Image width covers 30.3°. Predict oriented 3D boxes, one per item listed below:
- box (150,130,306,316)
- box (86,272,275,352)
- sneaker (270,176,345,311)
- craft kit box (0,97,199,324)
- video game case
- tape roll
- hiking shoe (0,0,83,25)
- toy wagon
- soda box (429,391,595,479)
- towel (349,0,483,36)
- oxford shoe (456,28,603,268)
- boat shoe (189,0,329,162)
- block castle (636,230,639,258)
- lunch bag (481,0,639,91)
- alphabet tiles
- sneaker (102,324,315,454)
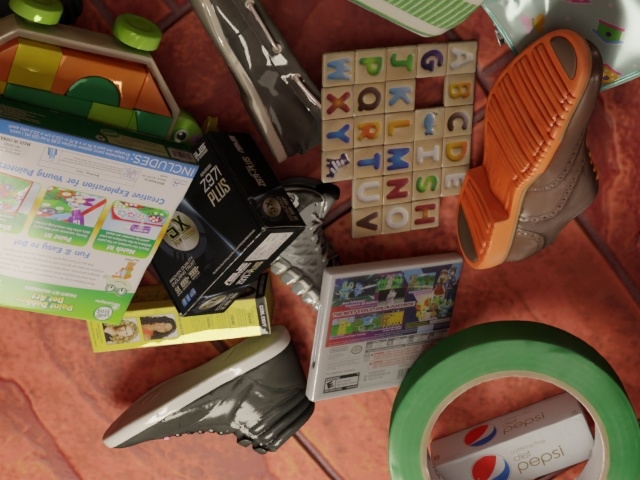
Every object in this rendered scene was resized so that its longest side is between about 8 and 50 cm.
[{"bbox_3d":[-0.126,-0.019,1.419,0.180,0.077,0.147,-45,65,32],"label":"box"},{"bbox_3d":[-0.178,0.092,1.527,0.232,0.087,0.058,-6,111,5],"label":"box"},{"bbox_3d":[0.000,0.000,1.484,0.228,0.086,0.132,38,107,-13],"label":"sneaker"},{"bbox_3d":[-0.301,-0.026,1.353,0.250,0.061,0.246,13,118,-32],"label":"craft kit box"},{"bbox_3d":[0.082,0.109,1.511,0.201,0.023,0.183,-6,117,-29],"label":"video game case"},{"bbox_3d":[0.248,0.264,1.526,0.321,0.077,0.321,1,106,5],"label":"tape roll"},{"bbox_3d":[-0.424,-0.250,1.385,0.304,0.113,0.132,-28,89,12],"label":"hiking shoe"},{"bbox_3d":[-0.268,-0.136,1.363,0.344,0.068,0.267,10,121,-30],"label":"toy wagon"},{"bbox_3d":[0.261,0.283,1.609,0.216,0.069,0.074,-23,110,10],"label":"soda box"},{"bbox_3d":[0.081,-0.327,1.238,0.248,0.325,0.038,26,71,-7],"label":"towel"},{"bbox_3d":[0.264,-0.106,1.371,0.133,0.130,0.364,-6,147,-16],"label":"oxford shoe"},{"bbox_3d":[-0.081,-0.250,1.372,0.095,0.112,0.335,-29,117,-6],"label":"boat shoe"},{"bbox_3d":[0.552,-0.094,1.315,0.213,0.303,0.453,23,112,-16],"label":"block castle"},{"bbox_3d":[0.306,-0.286,1.282,0.279,0.108,0.224,-20,121,42],"label":"lunch bag"},{"bbox_3d":[0.094,-0.119,1.431,0.198,0.009,0.237,-8,115,-19],"label":"alphabet tiles"},{"bbox_3d":[-0.140,0.242,1.578,0.296,0.104,0.147,-28,105,8],"label":"sneaker"}]
